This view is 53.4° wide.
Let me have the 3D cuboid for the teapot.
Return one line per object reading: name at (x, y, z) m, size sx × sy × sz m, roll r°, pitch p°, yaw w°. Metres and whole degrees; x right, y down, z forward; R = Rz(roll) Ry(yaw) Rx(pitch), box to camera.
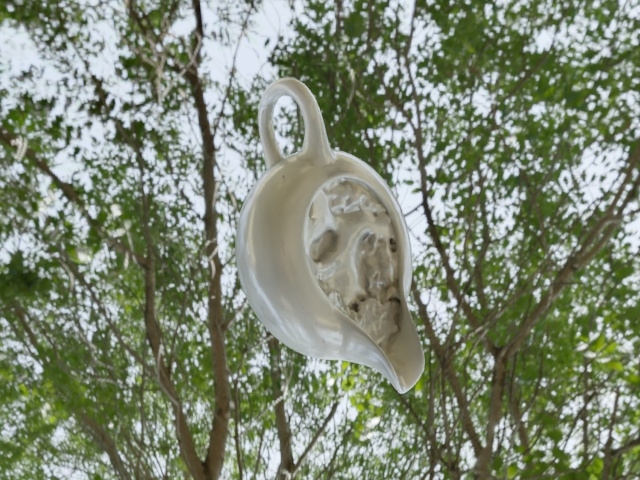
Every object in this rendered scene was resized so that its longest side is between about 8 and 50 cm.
teapot at (0.000, 0.000, 0.448) m, size 0.092 × 0.226 × 0.145 m, roll -12°, pitch -168°, yaw 45°
